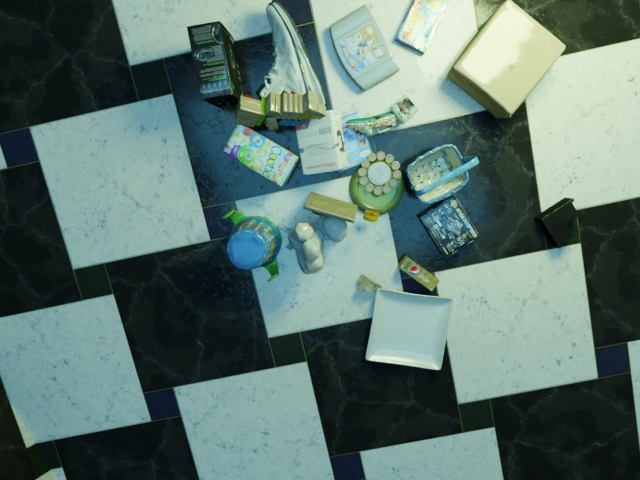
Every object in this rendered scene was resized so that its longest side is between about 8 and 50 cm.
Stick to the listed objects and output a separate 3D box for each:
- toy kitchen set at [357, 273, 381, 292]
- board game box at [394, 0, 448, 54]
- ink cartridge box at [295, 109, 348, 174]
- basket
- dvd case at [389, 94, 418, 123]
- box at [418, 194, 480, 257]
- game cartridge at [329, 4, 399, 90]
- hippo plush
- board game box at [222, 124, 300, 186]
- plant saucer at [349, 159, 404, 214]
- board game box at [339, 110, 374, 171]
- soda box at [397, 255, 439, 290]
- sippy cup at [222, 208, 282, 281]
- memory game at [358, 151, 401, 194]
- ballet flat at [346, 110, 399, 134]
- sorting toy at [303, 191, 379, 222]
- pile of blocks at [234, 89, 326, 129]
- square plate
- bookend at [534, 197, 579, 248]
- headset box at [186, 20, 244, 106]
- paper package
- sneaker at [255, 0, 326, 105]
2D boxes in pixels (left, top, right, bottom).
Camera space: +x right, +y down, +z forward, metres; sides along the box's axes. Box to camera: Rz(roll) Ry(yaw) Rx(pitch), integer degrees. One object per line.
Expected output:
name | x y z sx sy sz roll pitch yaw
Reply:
toy kitchen set | 0.212 0.207 2.011 0.083 0.075 0.068 36 97 36
board game box | 0.409 -0.884 1.826 0.136 0.035 0.201 25 99 -3
ink cartridge box | 0.004 -0.403 1.852 0.172 0.100 0.237 -4 102 26
basket | 0.478 -0.267 1.796 0.255 0.289 0.201 -28 98 7
dvd case | 0.347 -0.545 1.859 0.087 0.013 0.119 50 60 -6
box | 0.558 -0.062 1.948 0.175 0.051 0.220 -33 97 6
game cartridge | 0.171 -0.782 1.842 0.198 0.062 0.297 -30 97 2
hippo plush | 0.000 0.000 1.903 0.237 0.294 0.234 -23 100 -19
board game box | -0.241 -0.357 1.873 0.275 0.144 0.142 30 99 -3
plant saucer | 0.244 -0.226 1.937 0.241 0.037 0.240 0 99 2
board game box | 0.120 -0.418 1.907 0.160 0.039 0.211 -20 97 4
soda box | 0.434 0.144 1.981 0.181 0.058 0.061 35 98 -5
sippy cup | -0.292 0.022 1.895 0.306 0.224 0.239 21 100 -3
memory game | 0.251 -0.284 1.901 0.186 0.012 0.186 0 100 0
ballet flat | 0.224 -0.478 1.852 0.241 0.091 0.077 -14 115 -12
sorting toy | 0.090 -0.119 1.856 0.308 0.229 0.041 16 112 2
pile of blocks | -0.160 -0.525 1.766 0.363 0.149 0.112 -1 72 -1
square plate | 0.399 0.399 2.028 0.348 0.049 0.343 8 99 0
bookend | 1.038 -0.077 1.924 0.157 0.072 0.156 -35 98 6
headset box | -0.403 -0.674 1.773 0.131 0.246 0.282 -8 98 3
paper package | 0.724 -0.708 1.782 0.310 0.168 0.324 37 99 -5
sneaker | -0.175 -0.706 1.802 0.258 0.169 0.447 -24 100 3
